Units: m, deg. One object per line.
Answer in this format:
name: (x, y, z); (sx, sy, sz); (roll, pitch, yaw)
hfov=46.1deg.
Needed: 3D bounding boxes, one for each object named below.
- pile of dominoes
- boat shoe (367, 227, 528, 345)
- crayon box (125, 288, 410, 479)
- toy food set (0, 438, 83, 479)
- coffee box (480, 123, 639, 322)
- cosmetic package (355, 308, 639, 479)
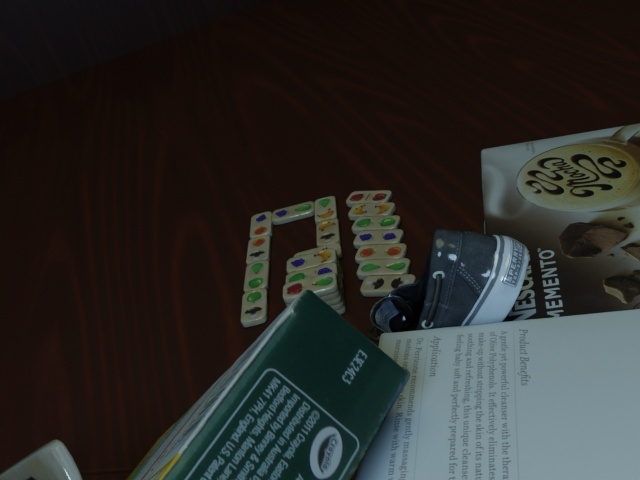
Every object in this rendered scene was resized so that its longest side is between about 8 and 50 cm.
pile of dominoes: (0.000, 0.000, 0.884); (0.195, 0.040, 0.251); (-15, 32, 7)
boat shoe: (0.075, 0.063, 0.572); (0.076, 0.228, 0.080); (18, 59, -3)
crayon box: (-0.092, 0.184, 0.478); (0.203, 0.083, 0.323); (-52, 3, -38)
toy food set: (-0.294, 0.263, 0.476); (0.219, 0.092, 0.306); (-35, 11, 49)
coffee box: (0.229, 0.027, 0.640); (0.168, 0.119, 0.297); (-7, 33, 16)
cosmetic package: (0.212, 0.150, 0.423); (0.365, 0.155, 0.197); (-6, 34, 19)
